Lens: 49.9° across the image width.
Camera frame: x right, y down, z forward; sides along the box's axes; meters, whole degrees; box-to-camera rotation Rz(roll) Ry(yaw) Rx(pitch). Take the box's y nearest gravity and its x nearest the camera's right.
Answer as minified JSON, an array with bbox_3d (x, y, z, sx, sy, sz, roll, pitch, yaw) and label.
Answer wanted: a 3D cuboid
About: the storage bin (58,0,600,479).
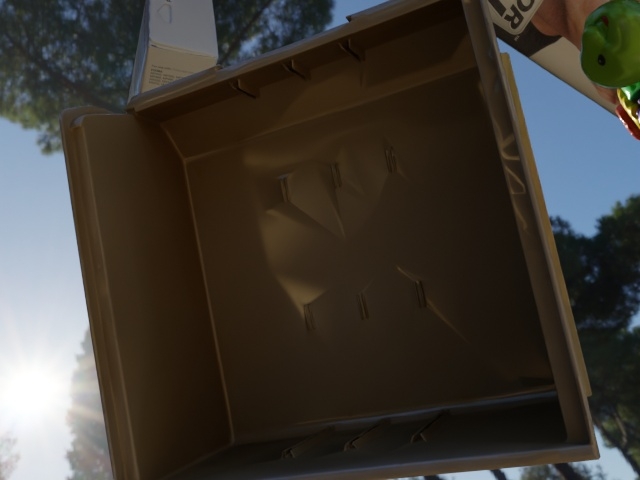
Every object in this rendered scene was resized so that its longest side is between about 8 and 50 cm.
[{"bbox_3d":[0.000,0.000,0.414,0.262,0.260,0.123,-14,-7,22],"label":"storage bin"}]

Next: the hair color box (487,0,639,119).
[{"bbox_3d":[0.296,-0.252,0.714,0.174,0.347,0.105,-59,-12,30],"label":"hair color box"}]

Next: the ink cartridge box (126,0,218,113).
[{"bbox_3d":[-0.231,-0.237,1.044,0.100,0.172,0.237,6,-44,-20],"label":"ink cartridge box"}]

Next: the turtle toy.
[{"bbox_3d":[0.190,-0.090,0.376,0.066,0.095,0.130,-36,-46,27],"label":"turtle toy"}]
